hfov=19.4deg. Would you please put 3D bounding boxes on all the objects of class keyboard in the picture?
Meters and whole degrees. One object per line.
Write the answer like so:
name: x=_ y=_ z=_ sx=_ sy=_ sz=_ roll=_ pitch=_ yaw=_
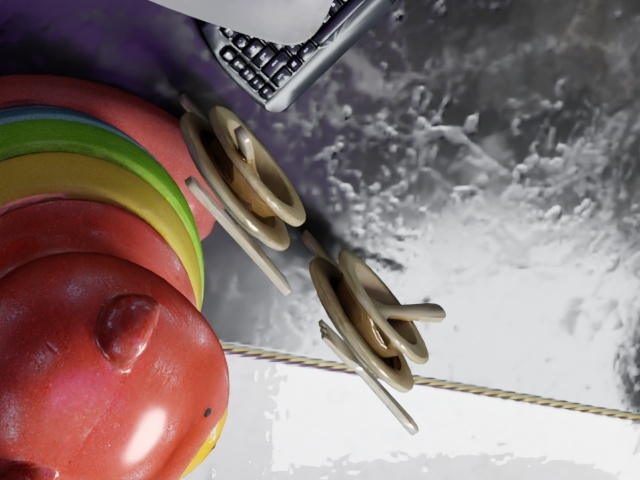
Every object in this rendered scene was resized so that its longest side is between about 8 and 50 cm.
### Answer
keyboard: x=0.014 y=-0.159 z=0.978 sx=0.192 sy=0.038 sz=0.100 roll=-46 pitch=113 yaw=3

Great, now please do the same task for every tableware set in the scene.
tableware set: x=0.000 y=0.000 z=0.975 sx=0.039 sy=0.128 sz=0.194 roll=-36 pitch=114 yaw=11

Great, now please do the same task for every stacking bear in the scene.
stacking bear: x=-0.119 y=0.030 z=0.869 sx=0.164 sy=0.289 sz=0.175 roll=37 pitch=96 yaw=-23

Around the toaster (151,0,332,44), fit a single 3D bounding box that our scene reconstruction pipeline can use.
toaster: x=-0.052 y=-0.193 z=0.878 sx=0.168 sy=0.110 sz=0.186 roll=23 pitch=111 yaw=-6
